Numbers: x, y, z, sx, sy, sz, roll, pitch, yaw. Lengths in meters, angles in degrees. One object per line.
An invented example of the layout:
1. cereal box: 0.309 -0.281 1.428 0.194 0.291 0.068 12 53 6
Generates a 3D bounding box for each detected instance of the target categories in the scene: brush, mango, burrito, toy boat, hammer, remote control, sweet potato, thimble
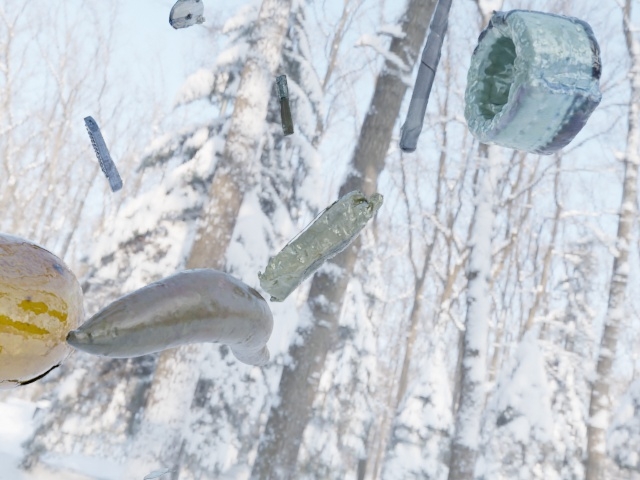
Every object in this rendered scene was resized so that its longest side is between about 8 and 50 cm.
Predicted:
1. brush: -0.102 -0.384 2.023 0.034 0.190 0.027 -11 -18 12
2. mango: -0.381 0.082 0.826 0.191 0.160 0.290 47 4 9
3. burrito: 0.002 0.002 1.060 0.063 0.229 0.058 47 -6 8
4. toy boat: -0.299 -0.501 1.581 0.066 0.084 0.210 1 26 6
5. hammer: 0.175 -0.334 1.032 0.044 0.427 0.152 15 7 2
6. remote control: -0.362 -0.140 1.206 0.027 0.043 0.152 -23 -36 -13
7. sweet potato: -0.115 0.084 0.764 0.108 0.079 0.346 -35 -25 13
8. thimble: 0.336 -0.252 1.154 0.150 0.237 0.237 5 -15 -12

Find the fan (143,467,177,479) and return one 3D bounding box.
1. fan: -0.346 0.508 1.570 0.083 0.004 0.056 -15 1 28
